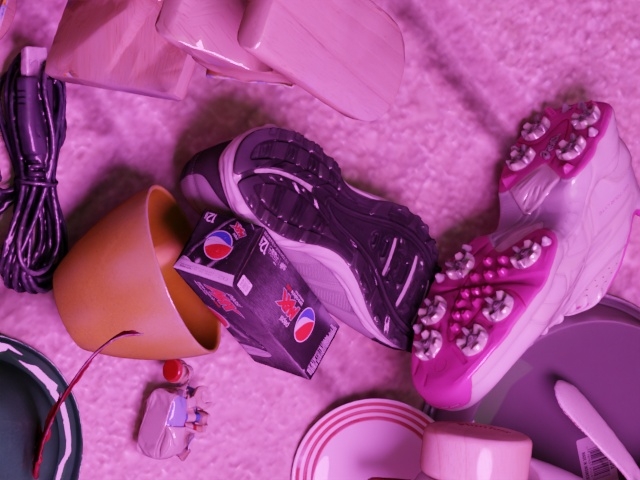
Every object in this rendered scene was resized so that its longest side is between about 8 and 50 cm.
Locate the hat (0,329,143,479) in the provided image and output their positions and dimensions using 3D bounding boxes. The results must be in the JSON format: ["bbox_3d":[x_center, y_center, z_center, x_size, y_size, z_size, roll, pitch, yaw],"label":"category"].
[{"bbox_3d":[-0.236,0.155,1.137,0.173,0.183,0.208,1,95,-20],"label":"hat"}]

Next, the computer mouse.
[{"bbox_3d":[-0.312,-0.050,1.150,0.272,0.072,0.188,0,96,-21],"label":"computer mouse"}]

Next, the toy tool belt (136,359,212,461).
[{"bbox_3d":[-0.112,0.135,1.261,0.051,0.052,0.083,13,94,-52],"label":"toy tool belt"}]

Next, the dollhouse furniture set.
[{"bbox_3d":[-0.057,-0.276,1.095,0.256,0.362,0.394,28,77,-54],"label":"dollhouse furniture set"}]

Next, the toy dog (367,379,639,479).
[{"bbox_3d":[0.169,0.218,1.277,0.334,0.161,0.220,29,83,-38],"label":"toy dog"}]

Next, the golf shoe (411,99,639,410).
[{"bbox_3d":[0.184,0.029,1.300,0.140,0.115,0.306,50,61,-31],"label":"golf shoe"}]

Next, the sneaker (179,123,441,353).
[{"bbox_3d":[0.000,-0.001,1.267,0.271,0.108,0.100,40,62,-35],"label":"sneaker"}]

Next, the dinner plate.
[{"bbox_3d":[0.046,0.200,1.320,0.141,0.017,0.141,0,95,0],"label":"dinner plate"}]

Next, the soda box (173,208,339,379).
[{"bbox_3d":[-0.047,0.044,1.216,0.053,0.060,0.169,-62,149,-19],"label":"soda box"}]

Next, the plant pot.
[{"bbox_3d":[-0.145,0.036,1.202,0.095,0.134,0.134,-19,103,10],"label":"plant pot"}]

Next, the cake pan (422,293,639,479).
[{"bbox_3d":[0.224,0.190,1.384,0.293,0.054,0.293,-2,95,-21],"label":"cake pan"}]
